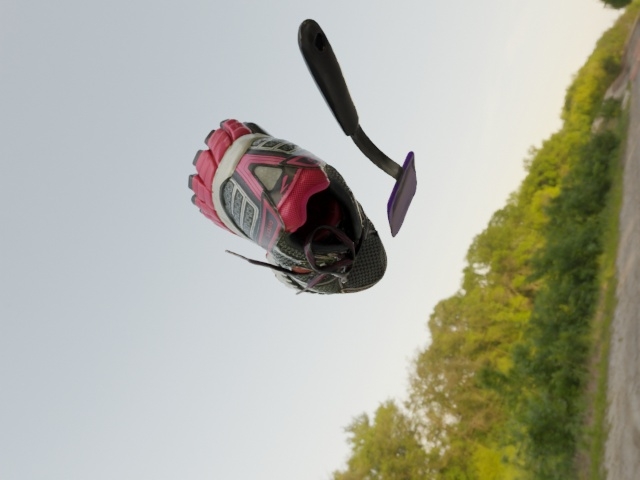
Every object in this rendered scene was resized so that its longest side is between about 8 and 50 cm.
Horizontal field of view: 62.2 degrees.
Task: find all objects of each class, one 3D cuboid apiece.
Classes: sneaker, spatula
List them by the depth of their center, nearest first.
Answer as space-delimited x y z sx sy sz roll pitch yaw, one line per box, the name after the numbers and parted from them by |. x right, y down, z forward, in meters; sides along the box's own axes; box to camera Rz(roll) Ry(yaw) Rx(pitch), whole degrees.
0.000 0.000 0.518 0.121 0.112 0.299 -62 -32 -3 | sneaker
0.047 -0.096 0.521 0.296 0.030 0.084 46 -118 -50 | spatula
